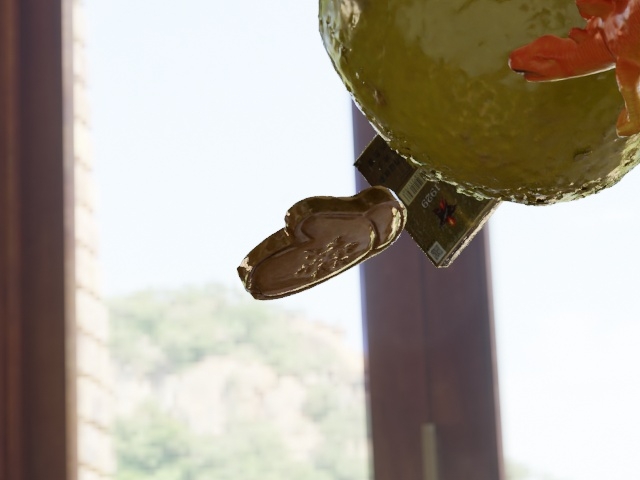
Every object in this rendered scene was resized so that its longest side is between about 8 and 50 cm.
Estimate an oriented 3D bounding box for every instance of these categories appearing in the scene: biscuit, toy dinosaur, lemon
[{"bbox_3d":[0.001,0.001,1.461,0.140,0.023,0.118,-29,-27,2],"label":"biscuit"},{"bbox_3d":[0.190,-0.122,0.880,0.288,0.070,0.117,-10,-52,47],"label":"toy dinosaur"},{"bbox_3d":[0.132,-0.163,1.370,0.310,0.258,0.258,35,-9,11],"label":"lemon"}]

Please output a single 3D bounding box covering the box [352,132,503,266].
[{"bbox_3d":[0.095,-0.053,1.688,0.023,0.133,0.090,-5,-41,-50],"label":"box"}]
